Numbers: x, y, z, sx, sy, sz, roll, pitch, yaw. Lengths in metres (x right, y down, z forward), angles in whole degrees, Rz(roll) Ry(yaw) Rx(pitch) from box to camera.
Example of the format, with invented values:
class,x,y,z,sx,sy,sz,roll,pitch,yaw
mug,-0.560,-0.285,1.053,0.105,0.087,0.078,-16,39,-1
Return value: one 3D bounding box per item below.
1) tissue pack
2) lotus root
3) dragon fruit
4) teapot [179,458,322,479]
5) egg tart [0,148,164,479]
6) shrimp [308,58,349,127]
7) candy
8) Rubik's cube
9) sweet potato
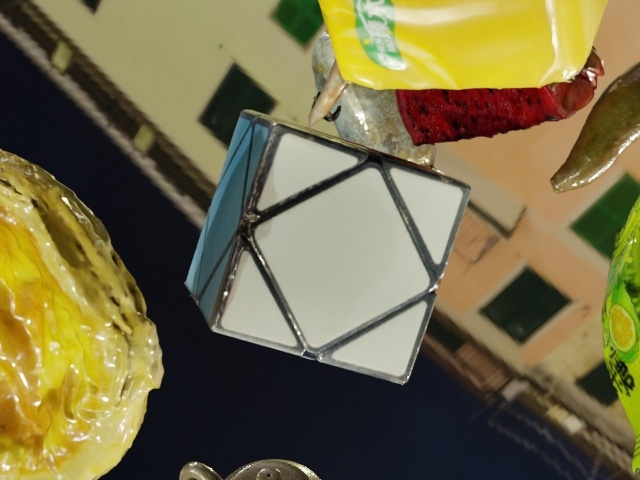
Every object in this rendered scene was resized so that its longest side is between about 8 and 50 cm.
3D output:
class,x,y,z,sx,sy,sz,roll,pitch,yaw
tissue pack,0.098,-0.345,0.895,0.228,0.382,0.293,1,-136,23
lotus root,0.094,-0.211,1.946,0.175,0.175,0.349,-35,-76,-45
dragon fruit,0.188,-0.229,1.291,0.152,0.317,0.205,-30,-78,-20
teapot,-0.070,0.349,1.516,0.267,0.175,0.185,20,-140,26
egg tart,-0.269,0.061,1.063,0.341,0.341,0.132,50,-148,10
shrimp,0.036,-0.250,1.774,0.046,0.152,0.219,27,-120,-3
candy,0.288,0.064,1.060,0.069,0.149,0.246,0,-118,-8
Rubik's cube,0.000,0.000,1.193,0.207,0.205,0.205,16,-174,-16
sweet potato,0.338,-0.140,1.301,0.243,0.077,0.077,-43,-96,-14
